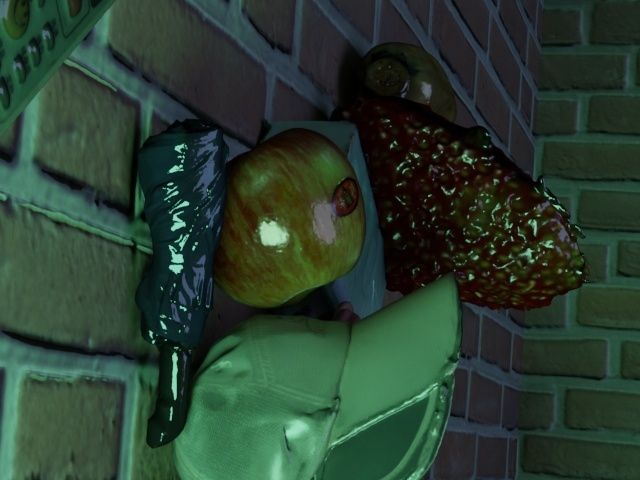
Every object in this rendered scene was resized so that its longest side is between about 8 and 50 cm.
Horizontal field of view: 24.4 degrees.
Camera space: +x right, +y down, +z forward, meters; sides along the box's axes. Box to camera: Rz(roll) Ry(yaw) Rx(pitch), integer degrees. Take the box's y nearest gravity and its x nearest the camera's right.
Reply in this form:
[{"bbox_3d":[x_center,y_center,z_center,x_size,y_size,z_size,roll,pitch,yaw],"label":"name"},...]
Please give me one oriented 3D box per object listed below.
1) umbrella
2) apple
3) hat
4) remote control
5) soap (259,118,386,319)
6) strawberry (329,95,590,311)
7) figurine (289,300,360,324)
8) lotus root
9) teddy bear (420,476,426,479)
[{"bbox_3d":[-0.108,0.032,1.112,0.071,0.071,0.248,-30,125,-71],"label":"umbrella"},{"bbox_3d":[-0.034,-0.013,1.199,0.131,0.146,0.146,60,21,-4],"label":"apple"},{"bbox_3d":[0.002,0.117,1.171,0.161,0.275,0.232,52,11,-13],"label":"hat"},{"bbox_3d":[-0.178,-0.147,0.870,0.285,0.038,0.123,-66,154,-52],"label":"remote control"},{"bbox_3d":[0.000,0.000,1.422,0.230,0.091,0.145,73,25,-52],"label":"soap"},{"bbox_3d":[0.118,-0.020,1.522,0.138,0.306,0.233,-35,128,-32],"label":"strawberry"},{"bbox_3d":[0.009,0.127,1.364,0.157,0.126,0.114,40,7,-29],"label":"figurine"},{"bbox_3d":[0.100,-0.158,1.710,0.125,0.118,0.221,-69,159,-3],"label":"lotus root"},{"bbox_3d":[0.112,0.422,1.762,0.267,0.156,0.256,37,44,-21],"label":"teddy bear"}]
